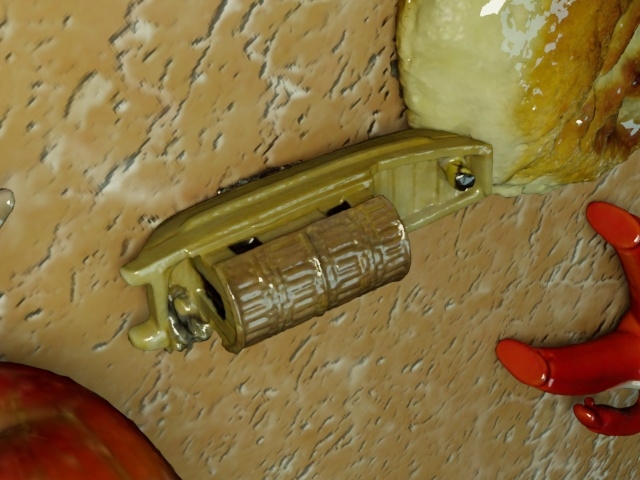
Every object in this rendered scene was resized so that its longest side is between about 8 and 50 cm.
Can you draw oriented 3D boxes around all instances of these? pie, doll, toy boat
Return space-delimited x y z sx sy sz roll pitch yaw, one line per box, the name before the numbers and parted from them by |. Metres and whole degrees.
pie | 0.175 -0.160 0.888 0.315 0.092 0.315 -32 141 -31
doll | 0.290 0.086 1.250 0.384 0.099 0.188 28 98 -50
toy boat | 0.000 0.000 0.800 0.226 0.088 0.068 -22 131 -22

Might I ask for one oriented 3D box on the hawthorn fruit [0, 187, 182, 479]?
hawthorn fruit | -0.166 0.165 0.670 0.235 0.263 0.231 -34 178 -13
